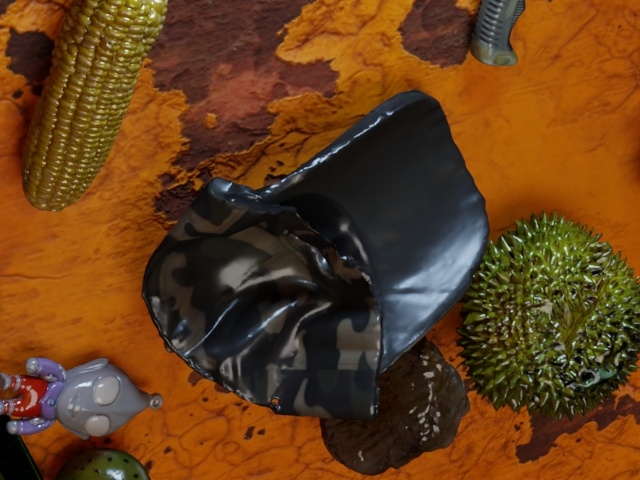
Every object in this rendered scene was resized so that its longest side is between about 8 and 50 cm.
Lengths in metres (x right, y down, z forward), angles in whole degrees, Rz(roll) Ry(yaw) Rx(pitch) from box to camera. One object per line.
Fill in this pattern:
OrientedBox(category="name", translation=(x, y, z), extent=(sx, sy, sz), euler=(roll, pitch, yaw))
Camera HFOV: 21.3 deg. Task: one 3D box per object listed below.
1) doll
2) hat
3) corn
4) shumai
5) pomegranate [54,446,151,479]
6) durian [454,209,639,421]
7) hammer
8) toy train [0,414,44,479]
OrientedBox(category="doll", translation=(-0.280, 0.185, 1.992), extent=(0.227, 0.075, 0.102), euler=(10, 105, -39))
OrientedBox(category="hat", translation=(0.000, 0.000, 1.995), extent=(0.381, 0.257, 0.366), euler=(-52, 130, -38))
OrientedBox(category="corn", translation=(-0.239, -0.153, 1.727), extent=(0.101, 0.101, 0.291), euler=(4, 127, -35))
OrientedBox(category="shumai", translation=(0.103, 0.183, 2.206), extent=(0.185, 0.184, 0.218), euler=(-38, 138, -55))
OrientedBox(category="pomegranate", translation=(-0.266, 0.316, 2.072), extent=(0.130, 0.130, 0.130), euler=(-18, 133, -20))
OrientedBox(category="durian", translation=(0.299, 0.112, 2.193), extent=(0.291, 0.224, 0.291), euler=(-17, 133, -19))
OrientedBox(category="hammer", translation=(0.222, -0.304, 1.929), extent=(0.159, 0.041, 0.226), euler=(-3, 127, -31))
OrientedBox(category="toy train", translation=(-0.376, 0.248, 2.007), extent=(0.044, 0.042, 0.209), euler=(-45, 140, -27))
